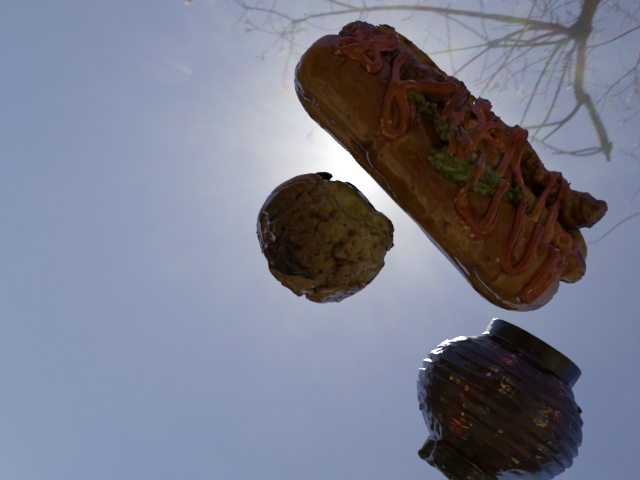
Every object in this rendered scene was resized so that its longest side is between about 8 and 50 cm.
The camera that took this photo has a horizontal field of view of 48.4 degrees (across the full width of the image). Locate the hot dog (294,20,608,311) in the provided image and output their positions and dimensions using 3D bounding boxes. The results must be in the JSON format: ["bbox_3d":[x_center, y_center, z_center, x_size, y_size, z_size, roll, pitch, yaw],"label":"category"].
[{"bbox_3d":[0.126,-0.090,0.693,0.349,0.158,0.117,49,-42,13],"label":"hot dog"}]

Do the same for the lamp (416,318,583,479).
[{"bbox_3d":[0.236,0.233,0.968,0.246,0.247,0.247,17,-58,30],"label":"lamp"}]

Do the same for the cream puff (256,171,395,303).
[{"bbox_3d":[0.000,0.000,0.668,0.133,0.104,0.120,24,-73,25],"label":"cream puff"}]
